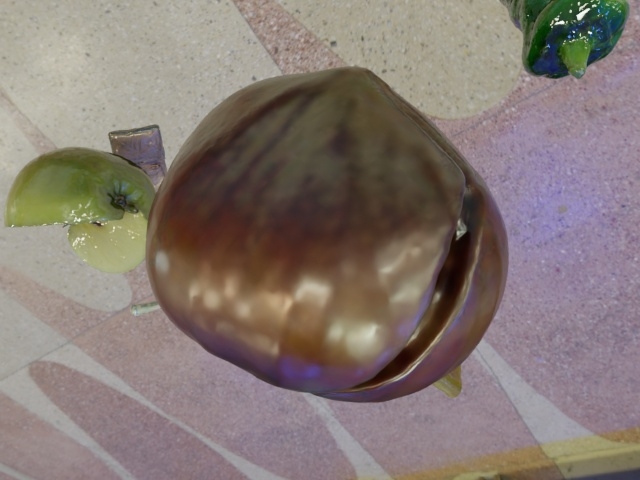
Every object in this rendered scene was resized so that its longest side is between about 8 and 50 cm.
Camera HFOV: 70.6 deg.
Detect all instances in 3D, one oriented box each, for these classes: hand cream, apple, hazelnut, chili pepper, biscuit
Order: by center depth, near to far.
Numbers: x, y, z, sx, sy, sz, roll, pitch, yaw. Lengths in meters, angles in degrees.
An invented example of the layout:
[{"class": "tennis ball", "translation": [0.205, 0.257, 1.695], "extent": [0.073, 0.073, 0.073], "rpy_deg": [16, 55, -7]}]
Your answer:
[{"class": "hazelnut", "translation": [0.000, 0.000, 0.525], "extent": [0.409, 0.359, 0.359], "rpy_deg": [14, 128, 22]}, {"class": "chili pepper", "translation": [0.276, -0.286, 0.530], "extent": [0.136, 0.270, 0.099], "rpy_deg": [-22, 136, 36]}, {"class": "biscuit", "translation": [0.219, 0.198, 0.879], "extent": [0.039, 0.174, 0.183], "rpy_deg": [-25, 125, 36]}, {"class": "apple", "translation": [-0.489, -0.081, 0.980], "extent": [0.258, 0.233, 0.295], "rpy_deg": [-14, 150, 29]}, {"class": "hand cream", "translation": [-0.570, 0.223, 1.533], "extent": [0.061, 0.143, 0.039], "rpy_deg": [1, 99, 50]}]

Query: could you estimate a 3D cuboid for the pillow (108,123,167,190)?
[{"class": "pillow", "translation": [-0.460, -0.197, 1.160], "extent": [0.126, 0.043, 0.232], "rpy_deg": [-12, 151, -19]}]
